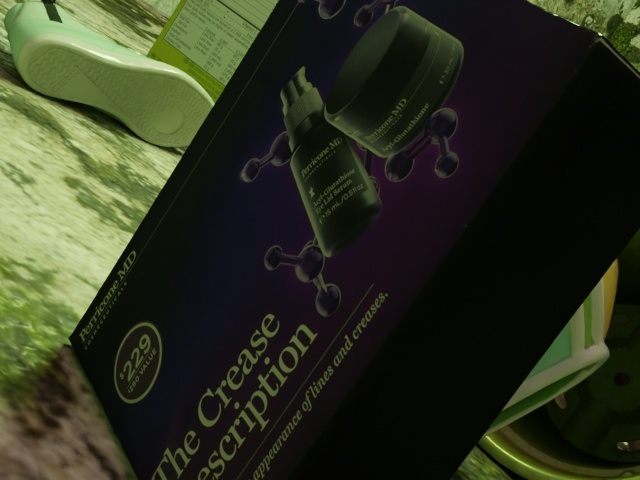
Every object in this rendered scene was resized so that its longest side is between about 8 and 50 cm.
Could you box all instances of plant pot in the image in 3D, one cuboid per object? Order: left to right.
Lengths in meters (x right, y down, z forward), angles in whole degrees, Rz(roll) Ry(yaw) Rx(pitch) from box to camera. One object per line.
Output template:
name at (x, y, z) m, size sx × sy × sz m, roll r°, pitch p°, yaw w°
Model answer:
plant pot at (0.277, 0.114, 0.826) m, size 0.276 × 0.276 × 0.254 m, roll 41°, pitch 1°, yaw 32°

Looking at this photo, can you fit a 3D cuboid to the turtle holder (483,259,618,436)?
turtle holder at (0.118, 0.013, 0.638) m, size 0.320 × 0.243 × 0.228 m, roll -17°, pitch 64°, yaw -28°

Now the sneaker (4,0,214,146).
sneaker at (-0.240, -0.203, 0.989) m, size 0.255 × 0.094 × 0.151 m, roll 20°, pitch 24°, yaw -44°

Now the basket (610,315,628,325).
basket at (0.419, 0.087, 1.066) m, size 0.204 × 0.227 × 0.154 m, roll 7°, pitch 27°, yaw 45°

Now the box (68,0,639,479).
box at (0.010, 0.006, 0.401) m, size 0.103 × 0.261 × 0.184 m, roll 25°, pitch 14°, yaw -40°

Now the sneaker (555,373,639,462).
sneaker at (0.377, 0.190, 0.942) m, size 0.281 × 0.163 × 0.106 m, roll 41°, pitch 13°, yaw 33°

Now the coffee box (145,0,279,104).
coffee box at (0.009, -0.232, 1.230) m, size 0.338 × 0.334 × 0.337 m, roll 39°, pitch 12°, yaw 22°
